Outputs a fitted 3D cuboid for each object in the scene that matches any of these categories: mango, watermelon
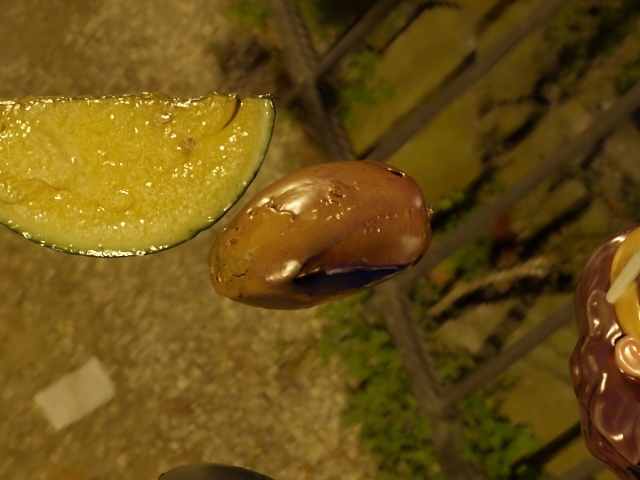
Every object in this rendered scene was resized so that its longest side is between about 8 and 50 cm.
[{"bbox_3d":[0.000,0.000,1.628,0.248,0.156,0.151,-23,65,-32],"label":"mango"},{"bbox_3d":[-0.115,-0.046,0.874,0.181,0.092,0.075,-5,25,-5],"label":"watermelon"}]

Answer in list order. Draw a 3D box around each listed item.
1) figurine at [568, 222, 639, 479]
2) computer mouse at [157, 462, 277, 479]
[{"bbox_3d":[0.207,0.098,0.796,0.174,0.116,0.240,-17,73,-21],"label":"figurine"},{"bbox_3d":[-0.041,0.208,1.068,0.170,0.100,0.269,35,-8,1],"label":"computer mouse"}]
